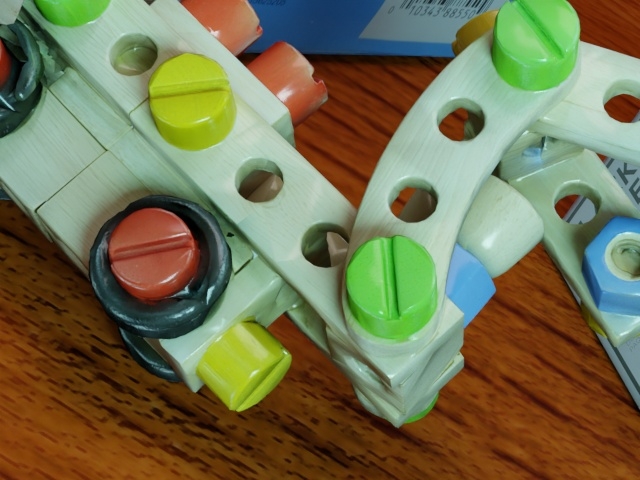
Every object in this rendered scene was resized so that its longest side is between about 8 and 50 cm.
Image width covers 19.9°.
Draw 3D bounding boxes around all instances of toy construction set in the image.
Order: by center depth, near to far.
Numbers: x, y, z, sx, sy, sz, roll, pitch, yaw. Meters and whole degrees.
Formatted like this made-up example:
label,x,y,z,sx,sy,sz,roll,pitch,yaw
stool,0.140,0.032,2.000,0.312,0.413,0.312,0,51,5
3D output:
label,x,y,z,sx,sy,sz,roll,pitch,yaw
toy construction set,-0.017,-0.059,0.677,0.328,0.215,0.151,41,-13,33

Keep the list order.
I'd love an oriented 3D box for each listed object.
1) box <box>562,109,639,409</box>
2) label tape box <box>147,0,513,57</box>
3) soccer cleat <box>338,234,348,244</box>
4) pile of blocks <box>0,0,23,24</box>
label,x,y,z,sx,sy,sz,roll,pitch,yaw
box,0.224,0.043,0.803,0.087,0.169,0.290,12,36,-30
label tape box,-0.064,-0.249,1.011,0.249,0.115,0.347,-6,49,-51
soccer cleat,0.000,0.000,0.770,0.029,0.035,0.083,43,29,16
pile of blocks,-0.246,-0.116,0.614,0.362,0.112,0.149,17,-11,12
